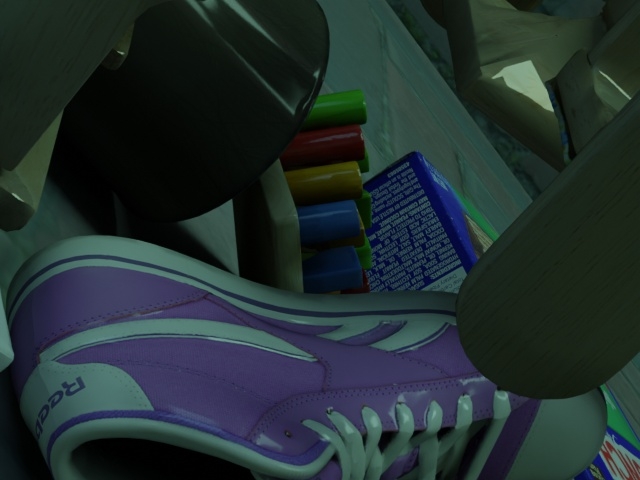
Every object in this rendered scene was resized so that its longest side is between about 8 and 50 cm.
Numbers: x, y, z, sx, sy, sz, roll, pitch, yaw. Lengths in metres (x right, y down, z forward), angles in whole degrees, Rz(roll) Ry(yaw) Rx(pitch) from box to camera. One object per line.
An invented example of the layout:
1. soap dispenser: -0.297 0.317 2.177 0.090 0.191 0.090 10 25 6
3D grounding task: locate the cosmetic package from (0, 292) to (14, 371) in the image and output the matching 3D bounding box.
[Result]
1. cosmetic package: -0.182 -0.039 0.672 0.117 0.085 0.231 44 15 -40

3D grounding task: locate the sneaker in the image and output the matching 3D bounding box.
1. sneaker: 0.010 0.093 0.821 0.282 0.102 0.161 9 25 -21

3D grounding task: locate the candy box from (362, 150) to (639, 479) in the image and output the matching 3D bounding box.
1. candy box: 0.135 0.132 1.364 0.268 0.122 0.317 40 20 -52

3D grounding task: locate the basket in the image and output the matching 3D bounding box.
1. basket: -0.127 -0.144 1.033 0.227 0.154 0.204 44 10 -31

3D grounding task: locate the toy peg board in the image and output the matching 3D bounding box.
1. toy peg board: 0.000 0.000 1.116 0.160 0.079 0.161 -110 -167 -51

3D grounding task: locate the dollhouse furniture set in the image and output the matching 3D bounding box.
1. dollhouse furniture set: 0.055 -0.055 0.863 0.394 0.256 0.362 35 23 -18
